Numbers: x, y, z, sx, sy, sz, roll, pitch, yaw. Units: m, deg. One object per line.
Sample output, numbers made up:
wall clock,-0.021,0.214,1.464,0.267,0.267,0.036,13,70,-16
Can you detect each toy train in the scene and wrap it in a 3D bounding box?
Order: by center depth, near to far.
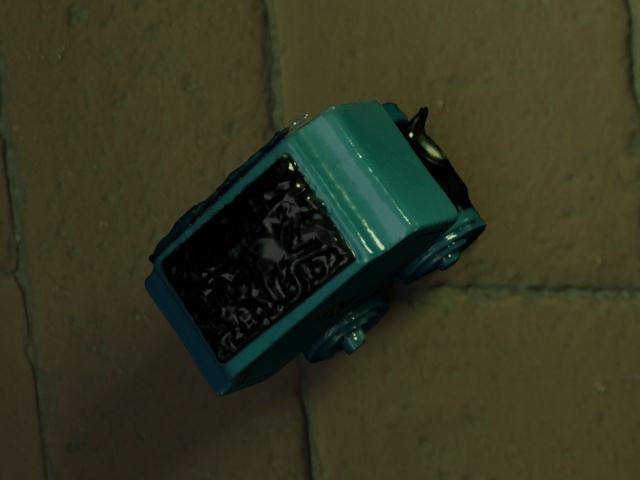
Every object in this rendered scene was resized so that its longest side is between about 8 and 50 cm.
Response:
toy train,0.000,0.000,1.569,0.300,0.265,0.188,-42,75,29
